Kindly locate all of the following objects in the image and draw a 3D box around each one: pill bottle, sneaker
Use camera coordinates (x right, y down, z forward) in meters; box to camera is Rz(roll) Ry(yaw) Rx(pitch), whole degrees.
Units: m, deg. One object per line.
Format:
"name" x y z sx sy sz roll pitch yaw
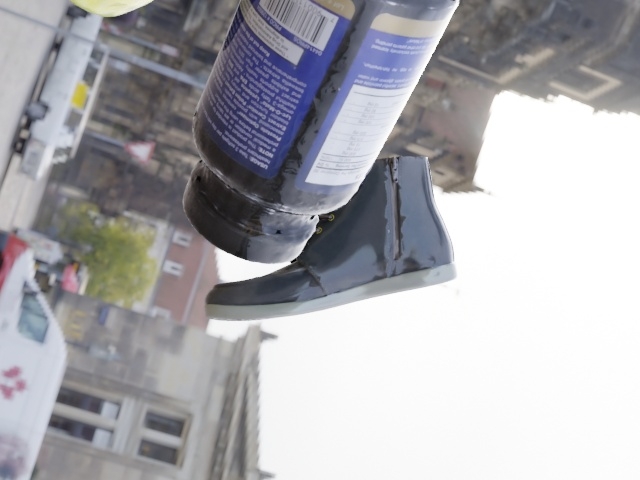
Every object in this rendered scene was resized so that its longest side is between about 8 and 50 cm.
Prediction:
"pill bottle" -0.010 -0.095 0.696 0.123 0.122 0.219 -90 -156 -54
"sneaker" 0.000 0.000 0.938 0.083 0.222 0.118 153 -75 -79

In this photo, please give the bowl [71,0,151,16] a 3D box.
"bowl" -0.123 -0.322 0.784 0.289 0.156 0.290 -10 90 -73
